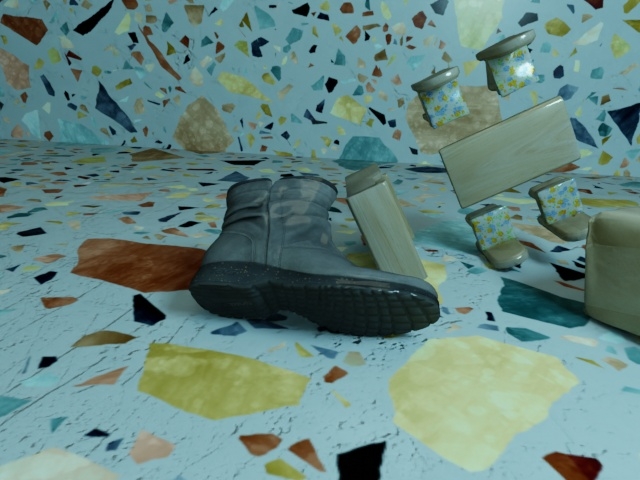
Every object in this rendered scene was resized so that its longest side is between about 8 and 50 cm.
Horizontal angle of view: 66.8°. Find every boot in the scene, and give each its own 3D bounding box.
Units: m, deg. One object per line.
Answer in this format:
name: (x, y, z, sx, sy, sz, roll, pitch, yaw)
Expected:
boot: (0.000, 0.000, 0.674, 0.338, 0.118, 0.223, 8, 52, 10)

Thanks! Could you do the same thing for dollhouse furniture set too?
dollhouse furniture set: (0.253, -0.105, 0.837, 0.394, 0.362, 0.256, -24, 15, 9)

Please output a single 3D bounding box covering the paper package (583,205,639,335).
paper package: (0.589, 0.053, 0.632, 0.309, 0.168, 0.325, -6, 14, -25)
